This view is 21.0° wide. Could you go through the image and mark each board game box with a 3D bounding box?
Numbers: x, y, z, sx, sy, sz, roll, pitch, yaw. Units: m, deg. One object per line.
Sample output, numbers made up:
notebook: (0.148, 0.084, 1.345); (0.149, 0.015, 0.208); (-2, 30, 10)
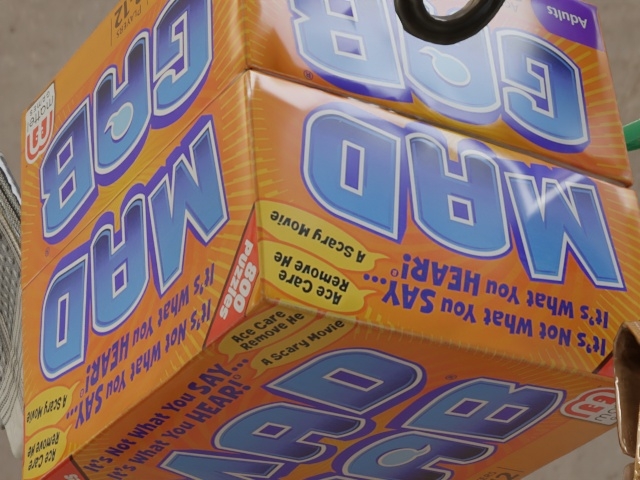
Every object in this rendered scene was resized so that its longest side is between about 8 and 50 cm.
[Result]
board game box: (0.000, 0.000, 1.365); (0.356, 0.356, 0.356); (14, 56, -31)

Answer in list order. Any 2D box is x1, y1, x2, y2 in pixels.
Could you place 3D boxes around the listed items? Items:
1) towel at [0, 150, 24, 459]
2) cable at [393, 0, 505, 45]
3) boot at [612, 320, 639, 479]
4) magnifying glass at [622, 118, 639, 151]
towel: (-0.356, 0.057, 1.881); (0.056, 0.324, 0.312); (-19, 64, -28)
cable: (0.131, -0.253, 1.040); (0.139, 0.072, 0.287); (12, 106, -16)
boot: (0.252, 0.114, 0.783); (0.220, 0.109, 0.283); (7, 30, -3)
magnifying glass: (0.317, -0.106, 1.827); (0.231, 0.092, 0.026); (-19, 79, 24)
